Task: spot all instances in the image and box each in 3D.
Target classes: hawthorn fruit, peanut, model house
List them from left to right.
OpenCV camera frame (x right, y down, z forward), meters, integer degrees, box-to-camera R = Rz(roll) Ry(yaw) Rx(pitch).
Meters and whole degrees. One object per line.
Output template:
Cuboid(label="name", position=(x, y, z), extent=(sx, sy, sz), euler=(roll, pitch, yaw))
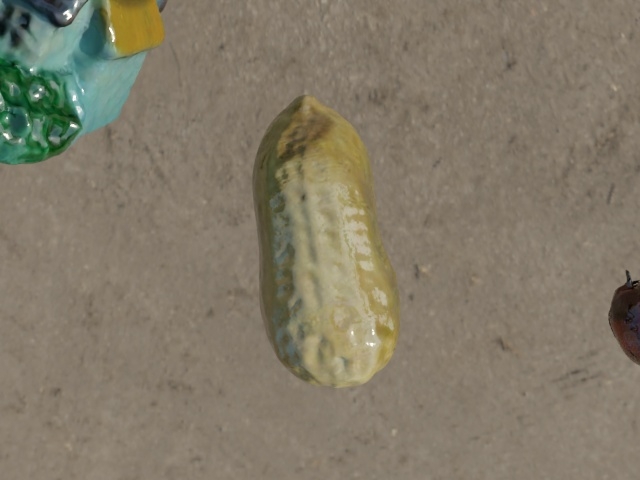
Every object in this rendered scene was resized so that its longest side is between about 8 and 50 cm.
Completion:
Cuboid(label="model house", position=(-0.231, -0.242, 0.670), extent=(0.280, 0.230, 0.248), euler=(34, 118, 4))
Cuboid(label="peanut", position=(0.000, 0.000, 0.764), extent=(0.110, 0.236, 0.120), euler=(-17, 166, 34))
Cuboid(label="hawthorn fruit", position=(0.279, 0.069, 0.801), extent=(0.077, 0.077, 0.077), euler=(-2, 132, -2))
